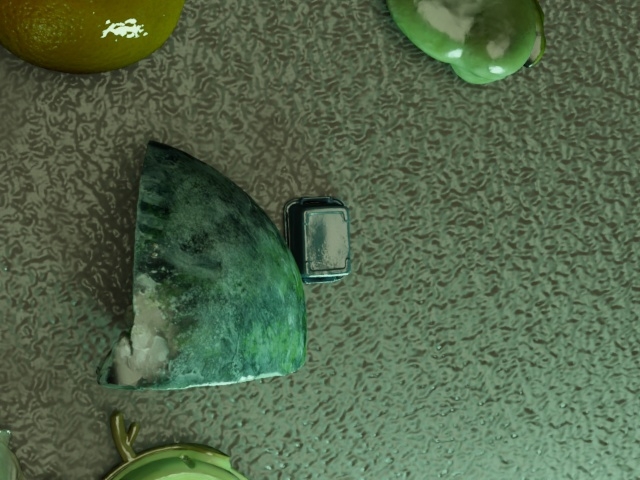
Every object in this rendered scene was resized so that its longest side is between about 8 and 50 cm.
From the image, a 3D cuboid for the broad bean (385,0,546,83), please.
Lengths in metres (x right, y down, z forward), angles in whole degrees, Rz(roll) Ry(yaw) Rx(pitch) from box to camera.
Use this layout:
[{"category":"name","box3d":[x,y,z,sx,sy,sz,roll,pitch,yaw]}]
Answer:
[{"category":"broad bean","box3d":[0.167,-0.282,1.956,0.228,0.100,0.169,36,76,-12]}]

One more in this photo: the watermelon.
[{"category":"watermelon","box3d":[-0.163,0.039,1.826,0.320,0.214,0.289,-20,88,-46]}]

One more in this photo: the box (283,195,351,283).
[{"category":"box","box3d":[0.000,0.000,1.940,0.074,0.054,0.099,-3,93,-14]}]

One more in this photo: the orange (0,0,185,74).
[{"category":"orange","box3d":[-0.254,-0.281,1.776,0.236,0.236,0.236,-1,92,-16]}]

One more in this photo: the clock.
[{"category":"clock","box3d":[-0.163,0.338,1.886,0.235,0.096,0.308,-45,101,-9]}]

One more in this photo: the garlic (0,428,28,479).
[{"category":"garlic","box3d":[-0.384,0.319,1.809,0.143,0.178,0.229,-16,77,16]}]
